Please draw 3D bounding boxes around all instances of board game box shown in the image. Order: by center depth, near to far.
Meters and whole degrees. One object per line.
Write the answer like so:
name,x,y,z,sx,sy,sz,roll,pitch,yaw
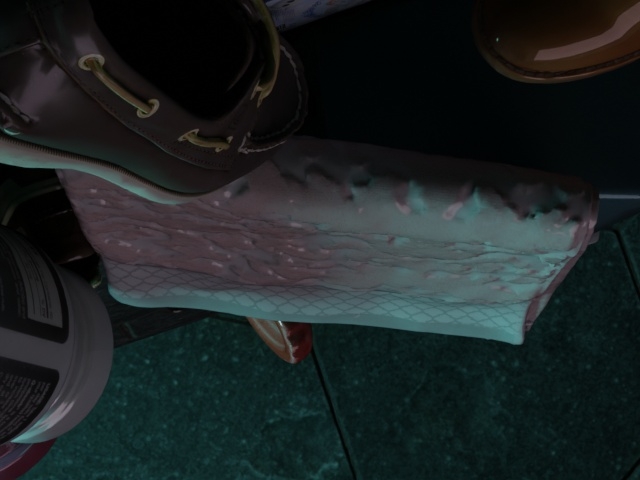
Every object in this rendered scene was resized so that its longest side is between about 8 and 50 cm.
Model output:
board game box,0.008,-0.151,1.149,0.090,0.020,0.090,-18,174,0

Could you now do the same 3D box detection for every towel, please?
towel,0.000,0.000,1.308,0.331,0.053,0.317,6,163,1

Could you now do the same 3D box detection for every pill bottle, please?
pill bottle,-0.260,0.056,1.286,0.162,0.162,0.278,-21,161,19

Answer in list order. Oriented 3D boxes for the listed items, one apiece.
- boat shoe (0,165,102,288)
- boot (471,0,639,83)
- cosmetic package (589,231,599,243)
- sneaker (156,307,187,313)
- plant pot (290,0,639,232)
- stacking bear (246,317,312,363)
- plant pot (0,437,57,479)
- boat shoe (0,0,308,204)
boat shoe,-0.212,0.003,1.528,0.095,0.095,0.257,-18,174,-9
boot,0.214,-0.183,1.059,0.283,0.109,0.220,-21,176,1
cosmetic package,0.111,-0.052,1.650,0.183,0.151,0.151,-15,-173,-36
sneaker,-0.125,0.020,2.032,0.130,0.087,0.227,-14,170,11
plant pot,0.089,-0.084,1.359,0.234,0.166,0.165,-4,169,-22
stacking bear,0.051,-0.033,1.808,0.289,0.175,0.164,-26,-170,-13
plant pot,-0.354,0.127,1.875,0.201,0.201,0.180,-19,160,-3
boat shoe,-0.078,-0.090,1.001,0.096,0.117,0.324,-18,170,25
